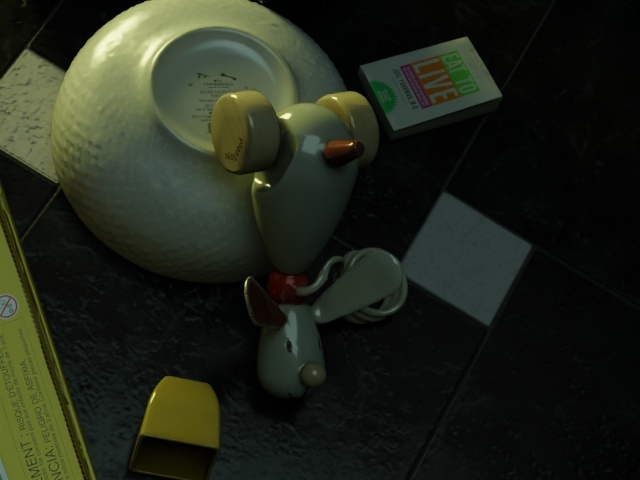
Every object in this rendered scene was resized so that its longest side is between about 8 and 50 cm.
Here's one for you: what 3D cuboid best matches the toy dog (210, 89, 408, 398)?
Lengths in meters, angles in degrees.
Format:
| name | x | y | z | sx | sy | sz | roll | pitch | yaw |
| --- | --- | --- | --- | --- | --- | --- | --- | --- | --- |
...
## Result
| name | x | y | z | sx | sy | sz | roll | pitch | yaw |
| --- | --- | --- | --- | --- | --- | --- | --- | --- | --- |
| toy dog | 0.000 | 0.000 | 1.537 | 0.220 | 0.161 | 0.334 | -29 | 116 | -21 |

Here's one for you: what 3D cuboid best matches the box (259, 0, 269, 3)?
| name | x | y | z | sx | sy | sz | roll | pitch | yaw |
| --- | --- | --- | --- | --- | --- | --- | --- | --- | --- |
| box | -0.050 | -0.363 | 1.773 | 0.147 | 0.077 | 0.180 | -22 | 43 | -21 |

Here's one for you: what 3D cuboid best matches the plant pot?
| name | x | y | z | sx | sy | sz | roll | pitch | yaw |
| --- | --- | --- | --- | --- | --- | --- | --- | --- | --- |
| plant pot | -0.143 | 0.185 | 1.552 | 0.081 | 0.081 | 0.083 | 11 | 54 | -9 |

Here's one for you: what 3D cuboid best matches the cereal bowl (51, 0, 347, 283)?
| name | x | y | z | sx | sy | sz | roll | pitch | yaw |
| --- | --- | --- | --- | --- | --- | --- | --- | --- | --- |
| cereal bowl | -0.116 | -0.131 | 1.664 | 0.339 | 0.141 | 0.339 | 6 | 65 | -13 |

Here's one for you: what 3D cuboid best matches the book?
| name | x | y | z | sx | sy | sz | roll | pitch | yaw |
| --- | --- | --- | --- | --- | --- | --- | --- | --- | --- |
| book | 0.127 | -0.180 | 1.809 | 0.144 | 0.035 | 0.096 | -18 | 68 | -19 |

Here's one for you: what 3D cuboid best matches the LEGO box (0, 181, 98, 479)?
| name | x | y | z | sx | sy | sz | roll | pitch | yaw |
| --- | --- | --- | --- | --- | --- | --- | --- | --- | --- |
| LEGO box | -0.407 | 0.171 | 1.362 | 0.372 | 0.193 | 0.500 | -18 | 80 | -10 |
